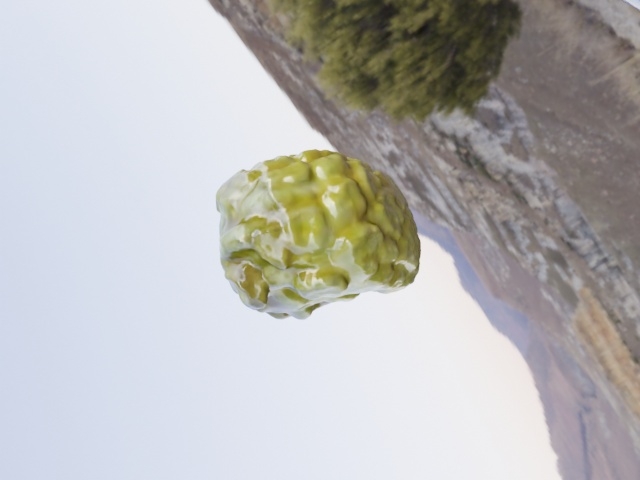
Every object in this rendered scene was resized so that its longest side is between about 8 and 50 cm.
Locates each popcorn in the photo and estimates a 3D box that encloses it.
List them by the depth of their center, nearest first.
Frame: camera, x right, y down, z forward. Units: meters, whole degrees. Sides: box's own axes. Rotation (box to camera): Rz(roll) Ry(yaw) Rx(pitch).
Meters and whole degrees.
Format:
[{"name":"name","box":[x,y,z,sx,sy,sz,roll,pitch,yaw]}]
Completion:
[{"name":"popcorn","box":[0.000,0.000,0.834,0.286,0.225,0.174,108,159,-78]}]

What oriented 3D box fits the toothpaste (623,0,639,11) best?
[{"name":"toothpaste","box":[0.214,-0.133,0.405,0.125,0.080,0.371,-4,-145,-33]}]
